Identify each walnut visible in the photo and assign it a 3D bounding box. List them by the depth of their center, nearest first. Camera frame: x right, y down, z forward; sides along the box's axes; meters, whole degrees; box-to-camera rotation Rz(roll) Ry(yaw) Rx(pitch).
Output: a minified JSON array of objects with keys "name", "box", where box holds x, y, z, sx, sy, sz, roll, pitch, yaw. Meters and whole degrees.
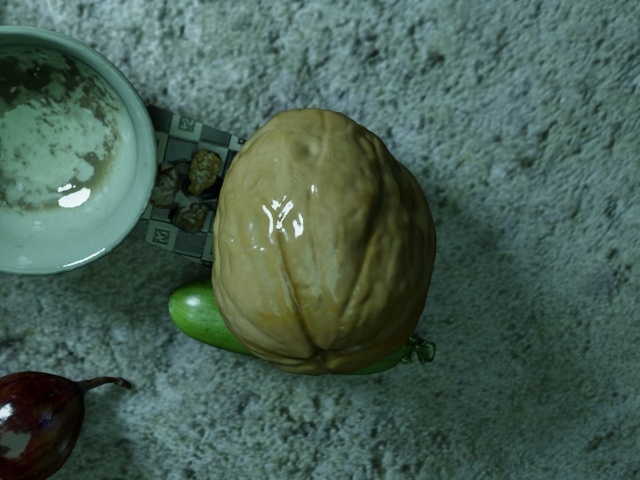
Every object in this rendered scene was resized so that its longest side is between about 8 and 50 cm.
[{"name":"walnut","box":[0.002,0.000,0.942,0.277,0.313,0.252,29,138,-32]}]

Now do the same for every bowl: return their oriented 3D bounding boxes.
[{"name":"bowl","box":[-0.338,-0.113,0.940,0.289,0.146,0.289,-3,109,-8]}]

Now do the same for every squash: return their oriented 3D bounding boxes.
[{"name":"squash","box":[-0.024,0.125,1.084,0.379,0.101,0.101,12,107,-12]}]

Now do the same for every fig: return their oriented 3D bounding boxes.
[{"name":"fig","box":[-0.384,0.236,1.054,0.202,0.149,0.148,-42,103,4]}]

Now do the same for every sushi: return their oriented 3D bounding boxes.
[{"name":"sushi","box":[-0.161,-0.057,1.035,0.210,0.040,0.192,22,105,-13]}]
